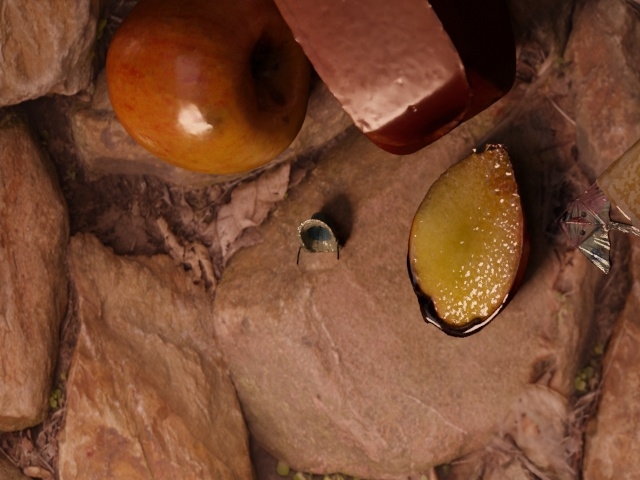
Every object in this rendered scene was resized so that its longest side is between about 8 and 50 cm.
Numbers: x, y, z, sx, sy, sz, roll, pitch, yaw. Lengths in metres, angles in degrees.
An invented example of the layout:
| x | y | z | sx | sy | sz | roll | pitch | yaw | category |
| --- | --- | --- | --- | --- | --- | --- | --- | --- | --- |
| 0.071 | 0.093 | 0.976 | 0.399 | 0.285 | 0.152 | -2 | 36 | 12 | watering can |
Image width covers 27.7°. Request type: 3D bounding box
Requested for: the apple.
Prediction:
| x | y | z | sx | sy | sz | roll | pitch | yaw | category |
| --- | --- | --- | --- | --- | --- | --- | --- | --- | --- |
| -0.163 | -0.236 | 1.826 | 0.275 | 0.299 | 0.299 | 11 | 103 | 30 | apple |

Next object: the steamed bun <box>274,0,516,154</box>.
| x | y | z | sx | sy | sz | roll | pitch | yaw | category |
| --- | --- | --- | --- | --- | --- | --- | --- | --- | --- |
| 0.093 | -0.319 | 1.687 | 0.235 | 0.248 | 0.379 | -30 | 97 | 35 | steamed bun |

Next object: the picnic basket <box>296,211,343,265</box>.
| x | y | z | sx | sy | sz | roll | pitch | yaw | category |
| --- | --- | --- | --- | --- | --- | --- | --- | --- | --- |
| 0.000 | 0.000 | 1.890 | 0.065 | 0.083 | 0.083 | -3 | 52 | 17 | picnic basket |

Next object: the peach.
| x | y | z | sx | sy | sz | roll | pitch | yaw | category |
| --- | --- | --- | --- | --- | --- | --- | --- | --- | --- |
| 0.213 | -0.005 | 1.767 | 0.189 | 0.068 | 0.279 | 34 | 115 | 31 | peach |

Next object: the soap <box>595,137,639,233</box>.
| x | y | z | sx | sy | sz | roll | pitch | yaw | category |
| --- | --- | --- | --- | --- | --- | --- | --- | --- | --- |
| 0.490 | -0.107 | 1.573 | 0.173 | 0.089 | 0.274 | 50 | 118 | 12 | soap |

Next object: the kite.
| x | y | z | sx | sy | sz | roll | pitch | yaw | category |
| --- | --- | --- | --- | --- | --- | --- | --- | --- | --- |
| 0.378 | -0.023 | 1.701 | 0.153 | 0.005 | 0.137 | 2 | 99 | 30 | kite |
